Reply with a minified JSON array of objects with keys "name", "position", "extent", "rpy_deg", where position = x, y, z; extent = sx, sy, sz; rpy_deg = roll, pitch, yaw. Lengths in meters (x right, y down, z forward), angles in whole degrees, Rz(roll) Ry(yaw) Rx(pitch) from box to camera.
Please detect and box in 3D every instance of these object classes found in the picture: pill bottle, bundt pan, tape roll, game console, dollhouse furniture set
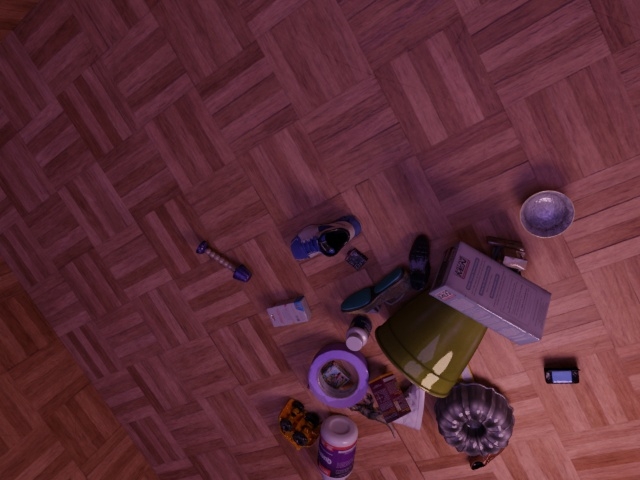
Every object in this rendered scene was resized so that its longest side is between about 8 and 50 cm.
[{"name":"pill bottle","position":[0.079,1.030,2.151],"extent":[0.182,0.181,0.322],"rpy_deg":[11,113,14]},{"name":"bundt pan","position":[0.638,0.765,1.836],"extent":[0.331,0.124,0.330],"rpy_deg":[7,113,16]},{"name":"tape roll","position":[0.085,0.613,2.003],"extent":[0.275,0.090,0.274],"rpy_deg":[1,98,7]},{"name":"game console","position":[0.951,0.535,1.730],"extent":[0.122,0.071,0.107],"rpy_deg":[-7,107,21]},{"name":"pill bottle","position":[0.163,0.397,1.887],"extent":[0.094,0.169,0.094],"rpy_deg":[6,112,16]},{"name":"dollhouse furniture set","position":[0.654,0.082,1.594],"extent":[0.129,0.183,0.129],"rpy_deg":[12,113,14]}]

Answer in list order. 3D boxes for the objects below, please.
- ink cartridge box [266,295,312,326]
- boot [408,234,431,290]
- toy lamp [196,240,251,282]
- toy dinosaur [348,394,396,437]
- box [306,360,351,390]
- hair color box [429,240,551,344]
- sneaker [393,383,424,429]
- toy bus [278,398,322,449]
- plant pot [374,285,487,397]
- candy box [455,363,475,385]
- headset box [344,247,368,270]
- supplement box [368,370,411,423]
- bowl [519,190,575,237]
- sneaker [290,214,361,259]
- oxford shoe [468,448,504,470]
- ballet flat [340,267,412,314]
[{"name":"ink cartridge box","position":[-0.144,0.328,2.024],"extent":[0.181,0.061,0.104],"rpy_deg":[-15,104,22]},{"name":"boot","position":[0.397,0.091,1.754],"extent":[0.082,0.106,0.219],"rpy_deg":[6,83,21]},{"name":"toy lamp","position":[-0.441,0.101,2.029],"extent":[0.275,0.080,0.080],"rpy_deg":[32,117,4]},{"name":"toy dinosaur","position":[0.246,0.800,2.055],"extent":[0.268,0.064,0.118],"rpy_deg":[21,120,34]},{"name":"box","position":[0.039,0.675,2.110],"extent":[0.114,0.036,0.207],"rpy_deg":[40,117,1]},{"name":"hair color box","position":[0.581,0.182,1.505],"extent":[0.374,0.185,0.113],"rpy_deg":[30,154,-4]},{"name":"sneaker","position":[0.377,0.718,1.974],"extent":[0.169,0.108,0.292],"rpy_deg":[8,113,12]},{"name":"toy bus","position":[-0.135,0.940,2.225],"extent":[0.220,0.149,0.211],"rpy_deg":[43,133,2]},{"name":"plant pot","position":[0.462,0.337,1.691],"extent":[0.366,0.366,0.353],"rpy_deg":[38,105,2]},{"name":"candy box","position":[0.598,0.580,1.891],"extent":[0.105,0.027,0.205],"rpy_deg":[-17,104,21]},{"name":"headset box","position":[0.147,0.076,1.846],"extent":[0.083,0.032,0.062],"rpy_deg":[39,116,2]},{"name":"supplement box","position":[0.300,0.680,1.917],"extent":[0.081,0.104,0.188],"rpy_deg":[-39,65,32]},{"name":"bowl","position":[0.785,-0.102,1.538],"extent":[0.170,0.080,0.170],"rpy_deg":[7,112,17]},{"name":"sneaker","position":[0.001,0.000,1.783],"extent":[0.316,0.182,0.127],"rpy_deg":[-21,101,24]},{"name":"oxford shoe","position":[0.747,0.957,1.960],"extent":[0.076,0.076,0.212],"rpy_deg":[37,115,4]},{"name":"ballet flat","position":[0.241,0.239,1.839],"extent":[0.348,0.123,0.123],"rpy_deg":[-36,96,26]}]
